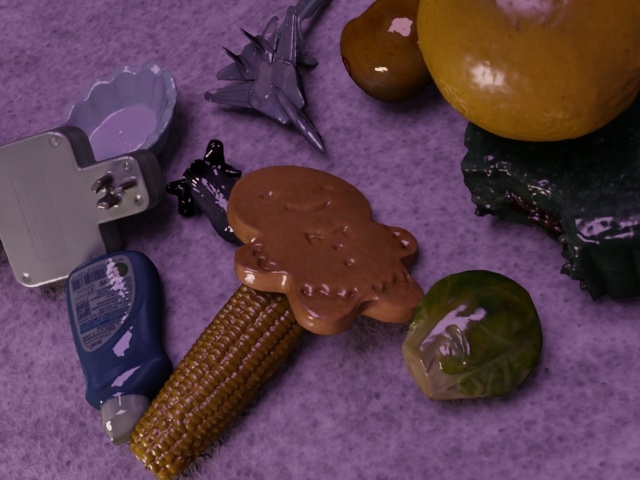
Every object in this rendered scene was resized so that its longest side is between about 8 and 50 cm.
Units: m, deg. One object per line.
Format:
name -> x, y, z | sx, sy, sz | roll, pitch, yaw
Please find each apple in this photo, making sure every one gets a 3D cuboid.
apple -> 0.119, -0.300, 1.731 | 0.182, 0.182, 0.155 | -39, 89, -4

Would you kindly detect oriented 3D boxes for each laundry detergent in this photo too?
laundry detergent -> -0.294, 0.161, 1.684 | 0.143, 0.094, 0.290 | -17, 59, 5

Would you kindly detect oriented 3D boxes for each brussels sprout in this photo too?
brussels sprout -> 0.194, 0.123, 1.479 | 0.180, 0.144, 0.161 | -17, 98, -11

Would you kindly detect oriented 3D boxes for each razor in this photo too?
razor -> 0.000, -0.420, 1.924 | 0.111, 0.056, 0.278 | 20, 70, 31

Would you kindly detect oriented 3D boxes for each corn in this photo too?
corn -> -0.129, 0.177, 1.590 | 0.120, 0.120, 0.363 | 31, 79, 33

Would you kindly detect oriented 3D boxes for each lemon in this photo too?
lemon -> 0.267, -0.261, 1.397 | 0.297, 0.297, 0.297 | -10, 58, 16

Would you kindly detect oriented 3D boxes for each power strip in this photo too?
power strip -> -0.384, -0.060, 1.756 | 0.261, 0.141, 0.229 | -15, 99, 13

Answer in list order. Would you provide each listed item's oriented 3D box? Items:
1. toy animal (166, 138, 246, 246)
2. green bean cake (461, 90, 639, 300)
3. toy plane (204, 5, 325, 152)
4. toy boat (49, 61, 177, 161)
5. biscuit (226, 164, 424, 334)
toy animal -> -0.139, -0.065, 1.736 | 0.121, 0.117, 0.210 | -42, 53, -13
green bean cake -> 0.351, -0.076, 1.518 | 0.308, 0.169, 0.300 | -2, 59, 21
toy plane -> -0.055, -0.229, 1.817 | 0.212, 0.088, 0.267 | -44, 66, 13
toy boat -> -0.348, -0.167, 1.887 | 0.290, 0.100, 0.199 | -36, 54, -3
biscuit -> 0.000, -0.002, 1.603 | 0.275, 0.052, 0.355 | -5, 40, -22
